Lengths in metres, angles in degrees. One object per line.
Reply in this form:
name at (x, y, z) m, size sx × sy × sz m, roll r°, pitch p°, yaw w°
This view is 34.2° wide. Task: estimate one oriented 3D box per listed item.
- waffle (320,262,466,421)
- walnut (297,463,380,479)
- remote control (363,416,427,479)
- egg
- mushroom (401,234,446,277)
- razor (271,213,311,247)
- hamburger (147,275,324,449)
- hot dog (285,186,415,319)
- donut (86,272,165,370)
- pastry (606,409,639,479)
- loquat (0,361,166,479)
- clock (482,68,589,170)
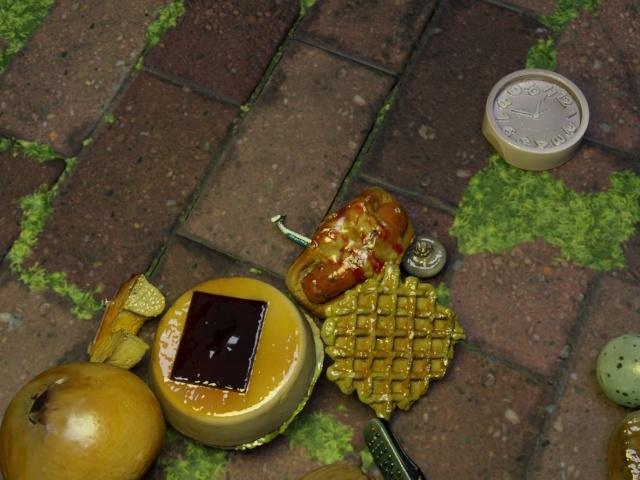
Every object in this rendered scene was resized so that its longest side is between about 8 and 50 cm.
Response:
waffle at (0.117, 0.170, 1.746) m, size 0.243 × 0.059 × 0.237 m, roll -41°, pitch 110°, yaw -15°
walnut at (0.013, 0.457, 1.598) m, size 0.198 × 0.198 × 0.245 m, roll 30°, pitch 66°, yaw 15°
remote control at (0.139, 0.390, 1.697) m, size 0.042 × 0.072 × 0.222 m, roll -19°, pitch 65°, yaw -33°
egg at (0.534, 0.222, 1.728) m, size 0.131 × 0.164 × 0.131 m, roll -3°, pitch 98°, yaw -22°
mushroom at (0.186, 0.023, 1.875) m, size 0.085 × 0.079 × 0.085 m, roll -1°, pitch 60°, yaw 1°
razor at (-0.002, 0.003, 1.911) m, size 0.191 × 0.068 × 0.037 m, roll 25°, pitch 95°, yaw 4°
hamburger at (-0.142, 0.206, 1.731) m, size 0.300 × 0.176 × 0.300 m, roll -2°, pitch 65°, yaw 3°
hot dog at (0.057, 0.017, 1.812) m, size 0.150 × 0.153 × 0.256 m, roll 44°, pitch 81°, yaw 0°
donut at (-0.336, 0.154, 1.790) m, size 0.078 × 0.146 × 0.181 m, roll 31°, pitch 44°, yaw -27°
pastry at (0.558, 0.367, 1.689) m, size 0.182 × 0.093 × 0.192 m, roll -9°, pitch 64°, yaw -9°
loquat at (-0.372, 0.318, 1.636) m, size 0.263 × 0.263 × 0.263 m, roll 0°, pitch 63°, yaw 0°
clock at (0.415, -0.235, 2.010) m, size 0.197 × 0.068 × 0.196 m, roll 0°, pitch 63°, yaw 0°
